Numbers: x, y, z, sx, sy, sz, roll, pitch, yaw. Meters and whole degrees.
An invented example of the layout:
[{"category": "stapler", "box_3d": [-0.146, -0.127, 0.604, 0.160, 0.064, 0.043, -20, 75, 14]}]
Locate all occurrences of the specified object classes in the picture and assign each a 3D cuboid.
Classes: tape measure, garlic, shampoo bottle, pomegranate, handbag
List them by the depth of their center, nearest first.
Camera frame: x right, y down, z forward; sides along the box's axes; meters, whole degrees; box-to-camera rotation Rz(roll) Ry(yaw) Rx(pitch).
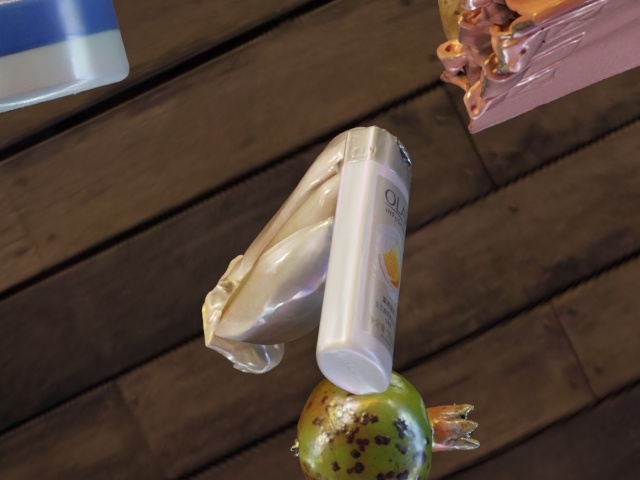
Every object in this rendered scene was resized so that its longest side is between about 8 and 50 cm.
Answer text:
[{"category": "handbag", "box_3d": [0.141, -0.125, 0.746, 0.157, 0.212, 0.059, -25, 83, -5]}, {"category": "tape measure", "box_3d": [-0.247, -0.143, 1.120, 0.215, 0.351, 0.097, -18, 101, -18]}, {"category": "shampoo bottle", "box_3d": [0.040, 0.015, 1.254, 0.056, 0.227, 0.086, -8, 143, 23]}, {"category": "pomegranate", "box_3d": [0.069, 0.212, 1.560, 0.205, 0.159, 0.159, -6, 99, -18]}, {"category": "garlic", "box_3d": [-0.001, 0.000, 1.616, 0.132, 0.279, 0.325, 37, 129, -14]}]

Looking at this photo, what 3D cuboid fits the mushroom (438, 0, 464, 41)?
[{"category": "mushroom", "box_3d": [0.186, -0.257, 1.212, 0.151, 0.156, 0.285, 39, 115, 5]}]
